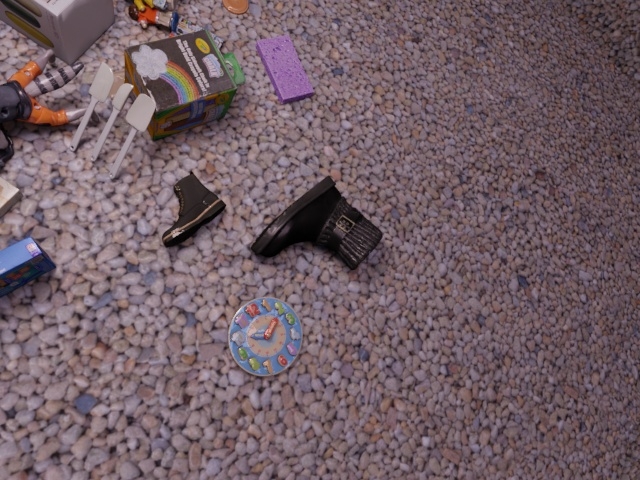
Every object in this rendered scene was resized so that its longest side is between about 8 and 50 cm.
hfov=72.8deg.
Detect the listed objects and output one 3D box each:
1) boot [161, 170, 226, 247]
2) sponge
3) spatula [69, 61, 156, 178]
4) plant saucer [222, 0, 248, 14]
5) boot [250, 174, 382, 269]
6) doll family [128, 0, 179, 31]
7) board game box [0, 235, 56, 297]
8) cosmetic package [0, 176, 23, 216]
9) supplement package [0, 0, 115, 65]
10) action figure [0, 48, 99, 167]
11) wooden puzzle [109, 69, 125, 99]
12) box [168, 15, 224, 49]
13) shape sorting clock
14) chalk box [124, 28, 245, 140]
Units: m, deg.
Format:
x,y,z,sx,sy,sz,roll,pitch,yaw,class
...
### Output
x,y,z,sx,sy,sz,roll,pitch,yaw,class
-0.366,-0.084,1.140,0.137,0.077,0.198,47,52,0,boot
-0.113,-0.543,1.377,0.117,0.031,0.210,-22,85,-25,sponge
-0.513,-0.279,1.058,0.168,0.019,0.242,36,110,-4,spatula
-0.270,-0.758,1.379,0.083,0.013,0.084,5,75,-21,plant saucer
0.002,-0.002,1.227,0.348,0.131,0.260,-42,94,-26,boot
-0.468,-0.732,1.224,0.163,0.118,0.263,15,71,-3,doll family
-0.685,0.081,0.912,0.210,0.160,0.047,-35,91,-26,board game box
-0.752,-0.085,0.993,0.060,0.041,0.115,35,66,-11,cosmetic package
-0.690,-0.630,1.072,0.262,0.199,0.198,33,67,-11,supplement package
-0.733,-0.362,0.981,0.330,0.178,0.342,-41,112,-43,action figure
-0.549,-0.422,1.180,0.116,0.014,0.079,-14,87,-24,wooden puzzle
-0.368,-0.589,1.287,0.136,0.027,0.094,26,67,-14,box
-0.143,0.253,1.153,0.206,0.040,0.207,6,74,-20,shape sorting clock
-0.348,-0.422,1.165,0.288,0.179,0.181,-27,91,-27,chalk box
